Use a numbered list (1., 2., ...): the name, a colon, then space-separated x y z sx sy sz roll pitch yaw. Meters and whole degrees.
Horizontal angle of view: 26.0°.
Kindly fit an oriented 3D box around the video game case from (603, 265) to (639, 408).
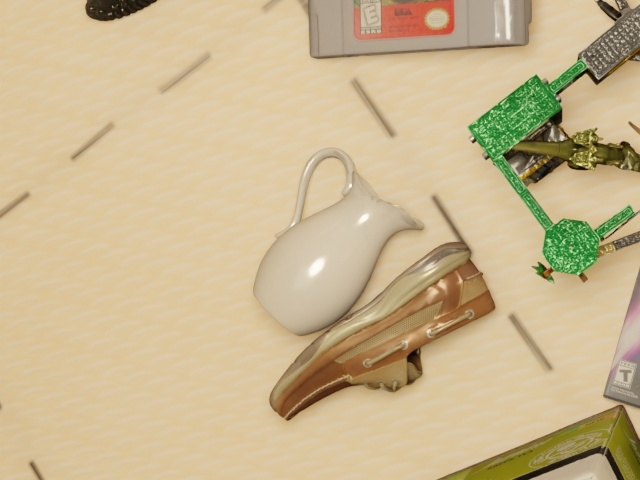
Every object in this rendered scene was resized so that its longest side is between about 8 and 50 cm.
1. video game case: 0.464 0.083 1.626 0.196 0.026 0.274 16 101 16

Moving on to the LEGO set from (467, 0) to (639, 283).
1. LEGO set: 0.325 -0.116 1.570 0.255 0.192 0.331 45 97 7

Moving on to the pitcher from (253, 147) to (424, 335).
1. pitcher: 0.000 0.000 1.729 0.207 0.125 0.178 -47 60 6

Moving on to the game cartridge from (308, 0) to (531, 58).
1. game cartridge: 0.109 -0.321 1.648 0.294 0.060 0.196 1 92 34

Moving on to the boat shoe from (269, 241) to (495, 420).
1. boat shoe: 0.074 0.134 1.709 0.324 0.123 0.116 -39 85 19

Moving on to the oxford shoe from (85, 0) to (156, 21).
1. oxford shoe: -0.225 -0.374 1.787 0.227 0.083 0.096 -40 60 19

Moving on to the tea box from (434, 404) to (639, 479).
1. tea box: 0.227 0.375 1.573 0.329 0.323 0.220 -26 88 18
